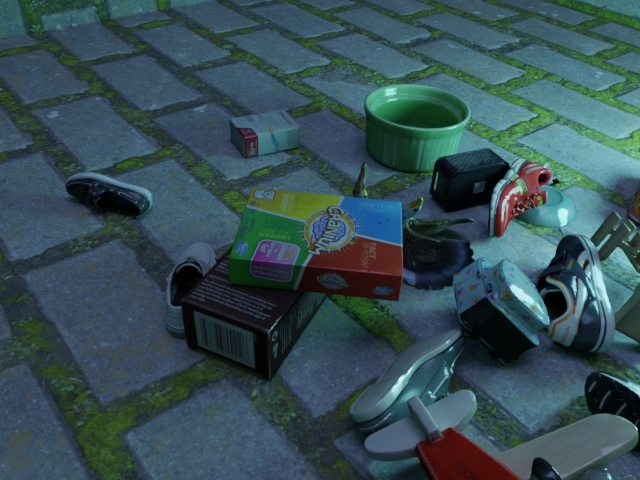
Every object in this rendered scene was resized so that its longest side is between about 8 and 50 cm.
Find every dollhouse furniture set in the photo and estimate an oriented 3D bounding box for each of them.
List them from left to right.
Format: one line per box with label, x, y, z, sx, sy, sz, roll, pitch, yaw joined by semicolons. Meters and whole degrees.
dollhouse furniture set;0.676;0.090;1.301;0.212;0.161;0.242;30;25;-1

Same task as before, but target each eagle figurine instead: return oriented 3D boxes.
eagle figurine;0.194;-0.023;1.419;0.298;0.225;0.226;30;81;-12

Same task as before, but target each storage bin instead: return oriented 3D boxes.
storage bin;0.389;-0.159;1.622;0.180;0.122;0.084;-13;40;-19

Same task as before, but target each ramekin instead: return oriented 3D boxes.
ramekin;0.272;-0.327;1.811;0.303;0.148;0.303;2;37;-2

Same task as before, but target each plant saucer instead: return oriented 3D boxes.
plant saucer;0.583;-0.106;1.638;0.194;0.038;0.195;2;37;-2

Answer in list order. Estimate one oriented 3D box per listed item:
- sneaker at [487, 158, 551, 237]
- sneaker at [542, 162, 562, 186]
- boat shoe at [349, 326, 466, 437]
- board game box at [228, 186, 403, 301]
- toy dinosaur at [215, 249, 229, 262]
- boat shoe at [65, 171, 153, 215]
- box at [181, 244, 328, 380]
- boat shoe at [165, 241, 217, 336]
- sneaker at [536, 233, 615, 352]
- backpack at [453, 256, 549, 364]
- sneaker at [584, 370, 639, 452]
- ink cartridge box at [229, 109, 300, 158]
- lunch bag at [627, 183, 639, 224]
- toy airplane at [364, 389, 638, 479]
sneaker;0.499;-0.108;1.544;0.118;0.107;0.279;20;54;27
sneaker;0.646;-0.177;1.738;0.069;0.038;0.098;23;51;21
boat shoe;0.175;0.259;1.112;0.319;0.116;0.099;-30;91;-44
board game box;0.000;0.000;1.215;0.316;0.064;0.242;6;38;2
toy dinosaur;-0.174;0.010;1.385;0.053;0.093;0.183;13;39;12
boat shoe;-0.532;-0.105;1.532;0.228;0.080;0.076;15;37;3
box;-0.096;0.081;1.265;0.191;0.143;0.381;18;42;19
boat shoe;-0.272;0.077;1.296;0.096;0.088;0.268;5;38;3
sneaker;0.514;0.090;1.304;0.127;0.126;0.321;8;37;3
backpack;0.347;0.119;1.220;0.165;0.144;0.188;37;21;-20
sneaker;0.581;0.314;1.056;0.271;0.100;0.108;33;33;29
ink cartridge box;-0.163;-0.316;1.827;0.175;0.072;0.127;-15;41;-22
lunch bag;0.965;-0.108;1.611;0.258;0.120;0.293;26;44;21
toy airplane;0.215;0.377;0.844;0.386;0.273;0.384;-18;11;36
